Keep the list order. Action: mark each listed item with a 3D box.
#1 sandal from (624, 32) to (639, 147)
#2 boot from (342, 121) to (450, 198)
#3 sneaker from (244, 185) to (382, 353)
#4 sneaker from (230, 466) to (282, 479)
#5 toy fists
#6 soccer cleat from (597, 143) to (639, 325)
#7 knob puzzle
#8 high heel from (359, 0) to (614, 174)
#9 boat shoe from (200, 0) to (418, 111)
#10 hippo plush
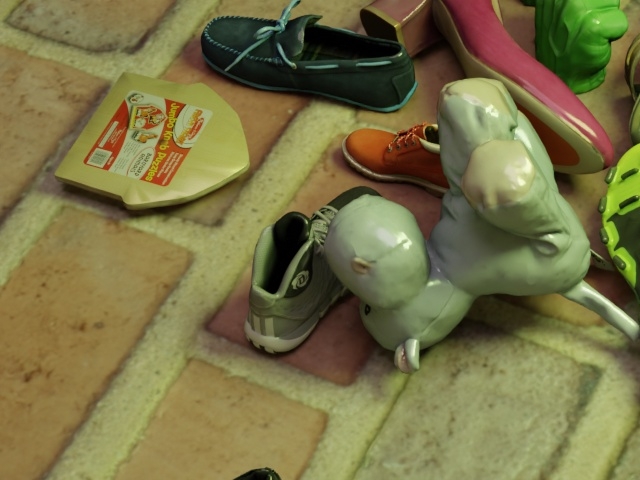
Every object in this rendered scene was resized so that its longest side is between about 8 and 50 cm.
[{"bbox_3d":[0.387,-0.195,2.028,0.086,0.120,0.303,-9,42,34],"label":"sandal"},{"bbox_3d":[0.095,-0.102,1.974,0.158,0.085,0.059,16,55,18],"label":"boot"},{"bbox_3d":[0.000,0.000,1.863,0.086,0.132,0.229,22,56,21],"label":"sneaker"},{"bbox_3d":[-0.027,0.248,1.690,0.152,0.085,0.058,-2,50,3],"label":"sneaker"},{"bbox_3d":[0.277,-0.305,2.091,0.096,0.142,0.279,-10,51,-4],"label":"toy fists"},{"bbox_3d":[0.359,0.028,1.846,0.121,0.093,0.289,24,41,-36],"label":"soccer cleat"},{"bbox_3d":[-0.168,-0.099,2.025,0.213,0.030,0.213,-2,49,3],"label":"knob puzzle"},{"bbox_3d":[0.224,-0.217,2.030,0.181,0.127,0.377,-37,56,-19],"label":"high heel"},{"bbox_3d":[-0.012,-0.225,2.080,0.258,0.089,0.109,10,52,12],"label":"boat shoe"},{"bbox_3d":[0.129,-0.008,1.832,0.236,0.294,0.234,-30,38,12],"label":"hippo plush"}]
